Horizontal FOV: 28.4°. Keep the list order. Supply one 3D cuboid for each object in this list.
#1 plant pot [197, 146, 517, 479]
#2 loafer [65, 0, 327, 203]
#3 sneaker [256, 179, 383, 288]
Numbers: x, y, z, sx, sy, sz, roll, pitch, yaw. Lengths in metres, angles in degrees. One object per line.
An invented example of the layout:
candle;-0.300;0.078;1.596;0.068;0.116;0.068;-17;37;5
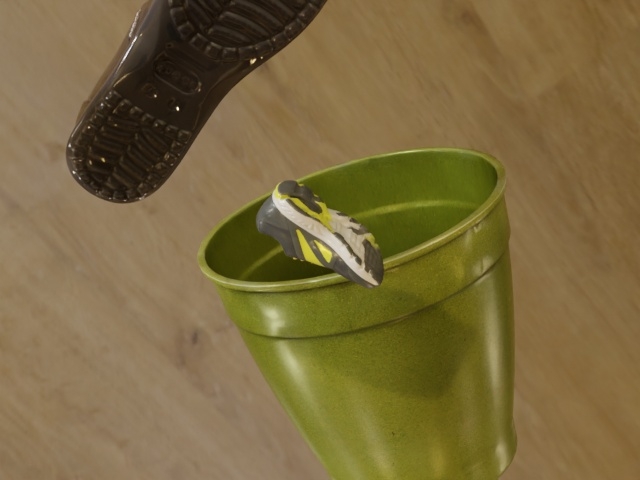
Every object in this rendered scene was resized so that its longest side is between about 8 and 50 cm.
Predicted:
plant pot;0.083;0.121;1.511;0.366;0.366;0.353;-20;111;-5
loafer;-0.121;-0.207;1.210;0.134;0.130;0.366;39;101;-25
sneaker;0.000;0.000;0.710;0.083;0.031;0.035;41;128;-16
